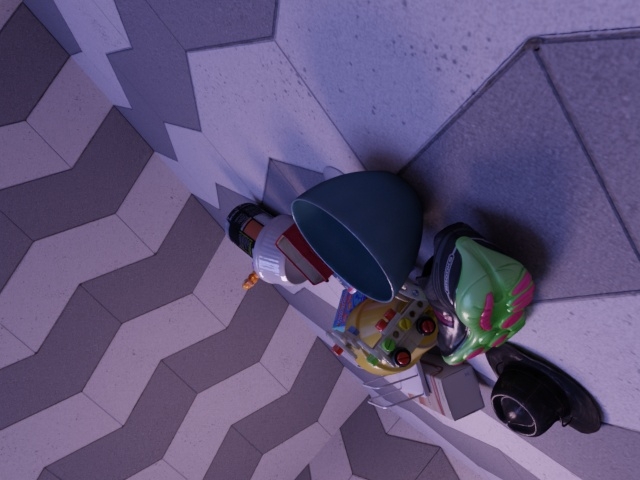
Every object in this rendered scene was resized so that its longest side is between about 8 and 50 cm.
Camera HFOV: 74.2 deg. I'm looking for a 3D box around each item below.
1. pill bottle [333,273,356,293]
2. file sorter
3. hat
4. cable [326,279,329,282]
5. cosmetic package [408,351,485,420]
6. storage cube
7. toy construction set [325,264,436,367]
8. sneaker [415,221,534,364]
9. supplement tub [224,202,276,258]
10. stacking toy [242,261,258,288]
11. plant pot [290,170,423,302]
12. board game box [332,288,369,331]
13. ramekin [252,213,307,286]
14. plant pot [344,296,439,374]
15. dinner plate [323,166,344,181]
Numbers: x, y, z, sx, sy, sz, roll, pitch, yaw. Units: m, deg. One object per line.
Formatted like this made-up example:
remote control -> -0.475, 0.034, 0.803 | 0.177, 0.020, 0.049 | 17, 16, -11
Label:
pill bottle -> 0.080, 0.083, 1.429 | 0.180, 0.108, 0.108 | 46, 164, 4
file sorter -> 0.228, 0.428, 1.498 | 0.193, 0.173, 0.277 | 137, 118, -71
hat -> 0.524, 0.417, 1.079 | 0.331, 0.134, 0.331 | 41, 163, 16
cable -> -0.028, 0.128, 1.921 | 0.151, 0.047, 0.184 | 36, 161, 31
cosmetic package -> 0.414, 0.502, 1.487 | 0.296, 0.129, 0.153 | 156, 97, -72
storage cube -> 0.000, 0.000, 1.278 | 0.183, 0.193, 0.215 | 47, 165, -1
toy construction set -> 0.170, 0.197, 1.092 | 0.215, 0.327, 0.151 | 42, 180, 3
sneaker -> 0.313, 0.119, 0.899 | 0.482, 0.186, 0.202 | 73, 172, -57
supplement tub -> -0.249, -0.015, 1.841 | 0.338, 0.207, 0.207 | 34, 160, 39
stacking toy -> -0.264, 0.123, 2.038 | 0.165, 0.302, 0.175 | 46, 165, 1
plant pot -> 0.106, -0.037, 0.914 | 0.290, 0.195, 0.290 | 41, 163, 16
board game box -> 0.124, 0.239, 1.517 | 0.047, 0.159, 0.210 | 24, 155, -16
ramekin -> -0.108, 0.045, 1.562 | 0.127, 0.272, 0.272 | 18, 150, 34
plant pot -> 0.235, 0.270, 1.287 | 0.254, 0.254, 0.239 | 46, 149, 2
dinner plate -> 0.054, -0.137, 1.132 | 0.141, 0.017, 0.141 | 42, 165, 14
